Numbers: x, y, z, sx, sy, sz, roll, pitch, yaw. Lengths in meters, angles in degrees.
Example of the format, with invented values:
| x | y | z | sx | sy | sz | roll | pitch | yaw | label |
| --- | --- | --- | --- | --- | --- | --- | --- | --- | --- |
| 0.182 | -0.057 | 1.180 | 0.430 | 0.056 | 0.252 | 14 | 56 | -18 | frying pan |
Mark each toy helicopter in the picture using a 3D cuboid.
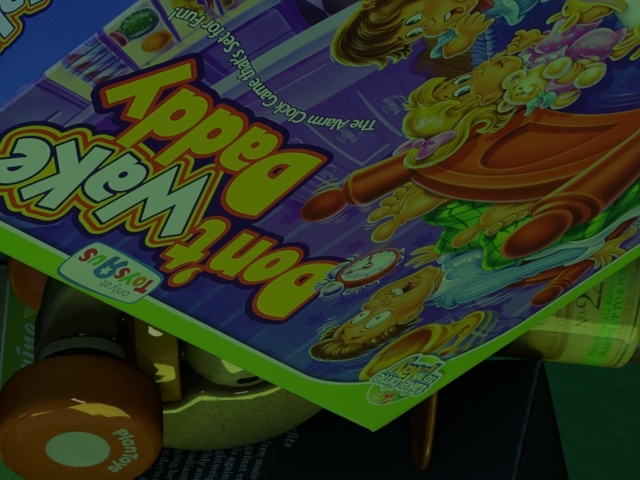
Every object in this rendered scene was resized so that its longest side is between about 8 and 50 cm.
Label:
| x | y | z | sx | sy | sz | roll | pitch | yaw | label |
| --- | --- | --- | --- | --- | --- | --- | --- | --- | --- |
| 0.000 | 0.000 | 0.937 | 0.235 | 0.140 | 0.355 | 17 | 135 | -22 | toy helicopter |

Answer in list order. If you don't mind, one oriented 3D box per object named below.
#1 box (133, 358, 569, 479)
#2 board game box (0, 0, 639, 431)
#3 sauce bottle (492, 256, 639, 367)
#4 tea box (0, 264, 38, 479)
| x | y | z | sx | sy | sz | roll | pitch | yaw | label |
| --- | --- | --- | --- | --- | --- | --- | --- | --- | --- |
| 0.006 | 0.232 | 1.158 | 0.294 | 0.182 | 0.296 | -1 | 129 | 19 | box |
| 0.023 | -0.057 | 0.708 | 0.233 | 0.078 | 0.347 | -35 | 150 | 14 | board game box |
| 0.044 | 0.008 | 1.103 | 0.344 | 0.111 | 0.111 | 5 | 165 | -6 | sauce bottle |
| -0.088 | 0.160 | 1.475 | 0.323 | 0.220 | 0.329 | -1 | 164 | 8 | tea box |
